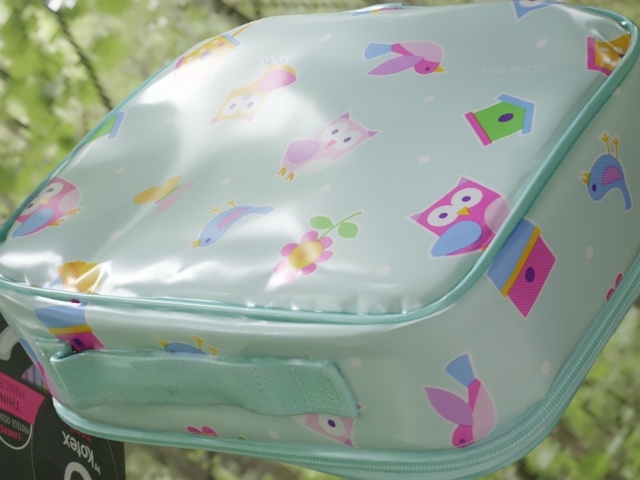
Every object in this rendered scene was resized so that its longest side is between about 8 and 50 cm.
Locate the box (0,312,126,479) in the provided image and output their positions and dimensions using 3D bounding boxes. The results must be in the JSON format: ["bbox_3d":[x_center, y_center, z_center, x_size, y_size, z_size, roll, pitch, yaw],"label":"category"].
[{"bbox_3d":[-0.203,0.176,1.042,0.143,0.270,0.165,-16,-29,18],"label":"box"}]

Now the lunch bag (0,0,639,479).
[{"bbox_3d":[0.000,0.000,0.799,0.224,0.279,0.108,-54,-50,-35],"label":"lunch bag"}]
